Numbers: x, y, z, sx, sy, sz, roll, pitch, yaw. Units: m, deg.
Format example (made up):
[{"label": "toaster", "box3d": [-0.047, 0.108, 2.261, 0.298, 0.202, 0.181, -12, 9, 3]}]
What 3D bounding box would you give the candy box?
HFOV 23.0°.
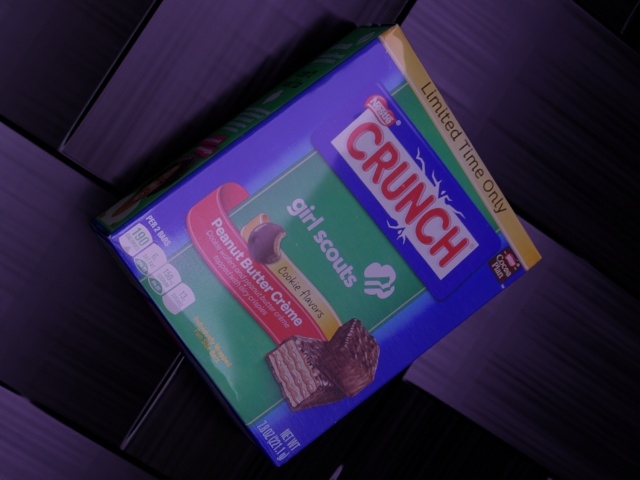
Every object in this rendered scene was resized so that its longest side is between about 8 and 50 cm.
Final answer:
[{"label": "candy box", "box3d": [0.000, 0.000, 1.427, 0.317, 0.122, 0.268, -38, 108, -10]}]
